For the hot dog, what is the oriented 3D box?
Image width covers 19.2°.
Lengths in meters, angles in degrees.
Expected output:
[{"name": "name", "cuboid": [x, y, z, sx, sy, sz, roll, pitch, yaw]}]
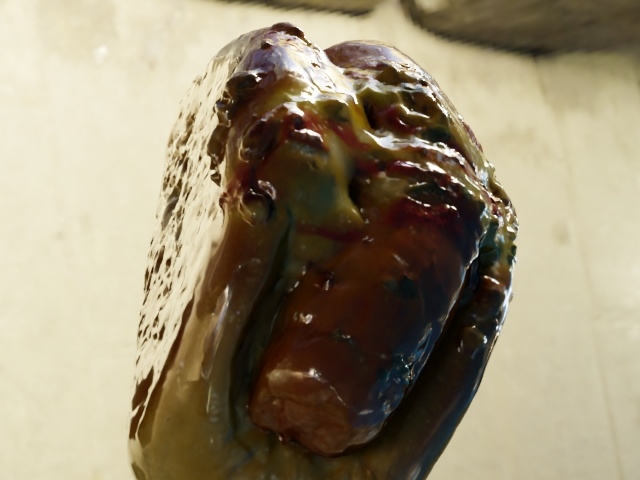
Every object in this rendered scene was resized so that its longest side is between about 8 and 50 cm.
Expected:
[{"name": "hot dog", "cuboid": [0.000, 0.000, 0.827, 0.150, 0.153, 0.257, 23, 42, -19]}]
